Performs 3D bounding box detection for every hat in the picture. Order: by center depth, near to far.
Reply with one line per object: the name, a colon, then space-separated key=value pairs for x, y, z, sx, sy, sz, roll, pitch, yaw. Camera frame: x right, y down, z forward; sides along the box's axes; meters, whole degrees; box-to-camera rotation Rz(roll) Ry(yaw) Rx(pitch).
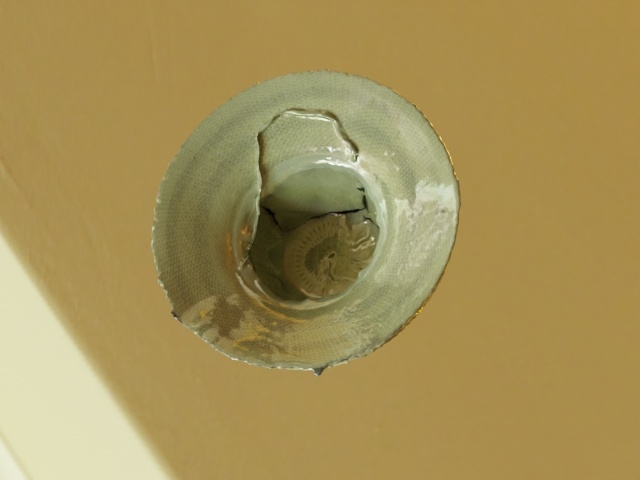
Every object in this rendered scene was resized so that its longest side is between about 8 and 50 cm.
hat: x=0.000 y=0.000 z=1.098 sx=0.252 sy=0.110 sz=0.252 roll=-6 pitch=-111 yaw=16
